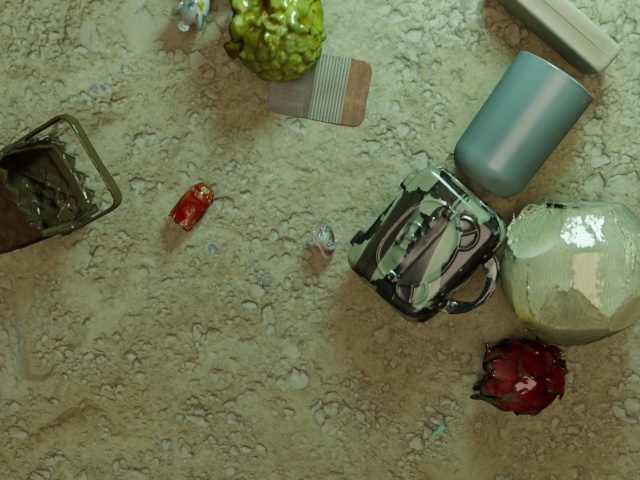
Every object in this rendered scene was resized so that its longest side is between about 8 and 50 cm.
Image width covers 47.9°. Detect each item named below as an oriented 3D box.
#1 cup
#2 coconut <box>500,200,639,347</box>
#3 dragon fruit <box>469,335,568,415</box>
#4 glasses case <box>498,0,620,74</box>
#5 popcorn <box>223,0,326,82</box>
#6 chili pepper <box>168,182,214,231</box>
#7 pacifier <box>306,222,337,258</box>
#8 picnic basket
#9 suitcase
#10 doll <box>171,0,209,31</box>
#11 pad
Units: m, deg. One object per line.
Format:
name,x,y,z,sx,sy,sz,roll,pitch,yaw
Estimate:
cup,0.467,-0.267,1.714,0.205,0.205,0.312,35,102,-4
coconut,0.603,0.086,1.711,0.346,0.346,0.360,0,97,3
dragon fruit,0.510,0.354,1.855,0.274,0.193,0.192,-30,125,9
glasses case,0.541,-0.523,1.689,0.336,0.144,0.076,39,100,-6
popcorn,-0.104,-0.506,1.686,0.270,0.224,0.258,-45,77,19
chili pepper,-0.325,-0.089,1.856,0.123,0.073,0.070,-49,138,12
pacifier,0.000,0.000,1.867,0.078,0.081,0.099,-8,127,37
picnic basket,-0.660,-0.132,1.748,0.321,0.291,0.254,-26,98,20
suitcase,0.282,0.032,1.775,0.339,0.194,0.351,43,103,12
doll,-0.238,-0.671,1.725,0.188,0.099,0.384,30,98,-4
pad,-0.017,-0.305,1.803,0.250,0.055,0.323,10,84,0
